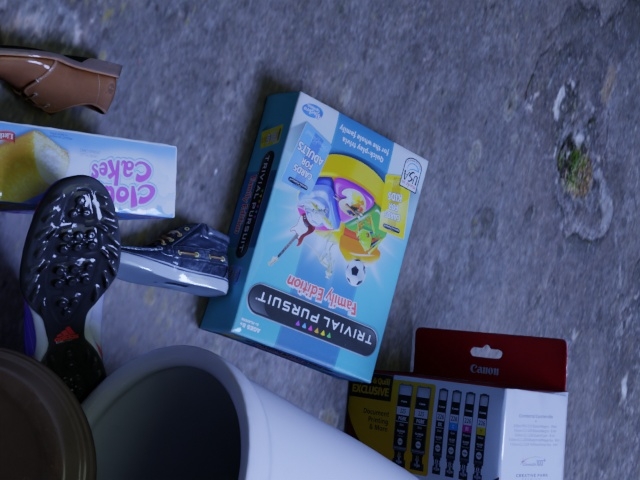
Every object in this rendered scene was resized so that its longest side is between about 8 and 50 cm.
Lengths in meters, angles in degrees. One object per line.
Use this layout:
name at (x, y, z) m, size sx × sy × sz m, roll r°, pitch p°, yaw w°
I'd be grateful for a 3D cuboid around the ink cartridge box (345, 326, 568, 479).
ink cartridge box at (0.180, 0.257, 1.698) m, size 0.130 × 0.309 × 0.272 m, roll 8°, pitch 84°, yaw -39°

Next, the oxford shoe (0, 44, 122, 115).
oxford shoe at (-0.330, -0.187, 1.438) m, size 0.212 × 0.076 × 0.076 m, roll 7°, pitch 97°, yaw -38°

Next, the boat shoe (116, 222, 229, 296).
boat shoe at (-0.195, 0.014, 1.558) m, size 0.183 × 0.065 × 0.083 m, roll 17°, pitch 68°, yaw -38°

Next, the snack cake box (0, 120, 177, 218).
snack cake box at (-0.314, -0.075, 1.397) m, size 0.264 × 0.152 × 0.089 m, roll 5°, pitch 85°, yaw -38°

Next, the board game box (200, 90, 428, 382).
board game box at (0.000, 0.000, 1.699) m, size 0.254 × 0.079 × 0.336 m, roll 24°, pitch 75°, yaw -36°

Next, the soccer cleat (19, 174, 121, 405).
soccer cleat at (-0.288, 0.057, 1.367) m, size 0.109 × 0.116 × 0.318 m, roll -9°, pitch 124°, yaw -25°

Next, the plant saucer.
plant saucer at (-0.372, 0.247, 1.296) m, size 0.041 × 0.278 × 0.278 m, roll 45°, pitch 56°, yaw -73°

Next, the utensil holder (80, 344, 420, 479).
utensil holder at (-0.075, 0.336, 1.384) m, size 0.385 × 0.327 × 0.327 m, roll 34°, pitch 69°, yaw -41°
